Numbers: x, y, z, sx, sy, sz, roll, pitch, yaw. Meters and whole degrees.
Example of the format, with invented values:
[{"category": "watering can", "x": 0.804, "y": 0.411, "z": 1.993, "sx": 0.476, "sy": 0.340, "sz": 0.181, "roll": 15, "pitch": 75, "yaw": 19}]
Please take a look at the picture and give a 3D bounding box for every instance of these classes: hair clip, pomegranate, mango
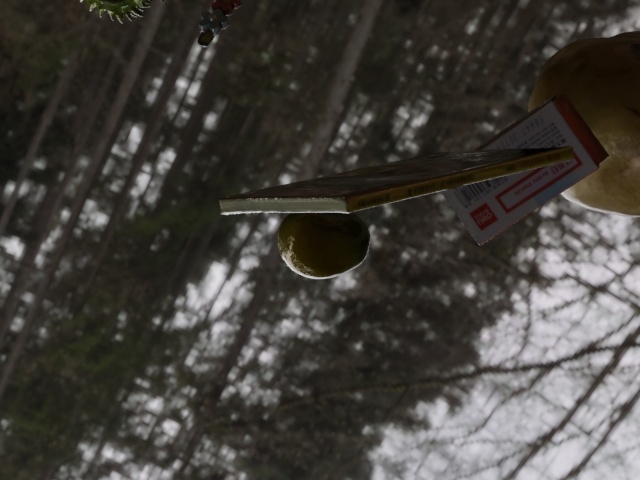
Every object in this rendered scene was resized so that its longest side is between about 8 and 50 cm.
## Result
[{"category": "hair clip", "x": -0.167, "y": -0.438, "z": 2.257, "sx": 0.062, "sy": 0.056, "sz": 0.214, "roll": 14, "pitch": -130, "yaw": 25}, {"category": "pomegranate", "x": 0.506, "y": -0.190, "z": 2.068, "sx": 0.332, "sy": 0.332, "sz": 0.332, "roll": 23, "pitch": -153, "yaw": -12}, {"category": "mango", "x": 0.000, "y": 0.003, "z": 1.968, "sx": 0.191, "sy": 0.122, "sz": 0.085, "roll": 7, "pitch": -141, "yaw": -41}]

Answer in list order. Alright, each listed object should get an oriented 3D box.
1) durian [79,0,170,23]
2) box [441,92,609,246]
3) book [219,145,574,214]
[{"category": "durian", "x": -0.378, "y": -0.534, "z": 2.068, "sx": 0.157, "sy": 0.355, "sz": 0.169, "roll": -23, "pitch": -168, "yaw": -18}, {"category": "box", "x": 0.290, "y": -0.104, "z": 1.800, "sx": 0.123, "sy": 0.229, "sz": 0.050, "roll": 53, "pitch": -156, "yaw": -2}, {"category": "book", "x": 0.096, "y": -0.077, "z": 1.545, "sx": 0.374, "sy": 0.028, "sz": 0.262, "roll": -14, "pitch": -172, "yaw": -36}]
